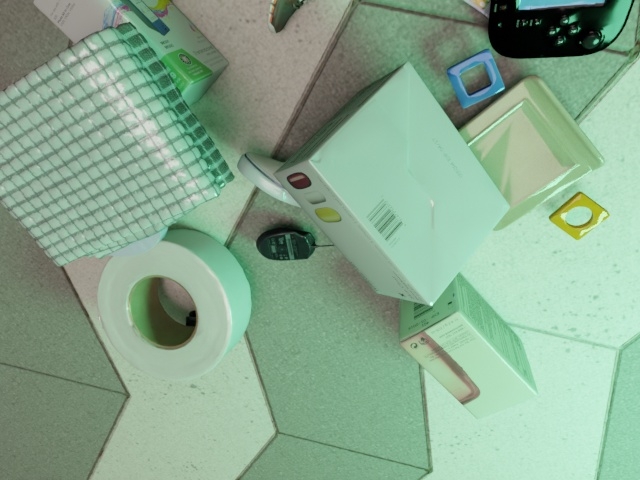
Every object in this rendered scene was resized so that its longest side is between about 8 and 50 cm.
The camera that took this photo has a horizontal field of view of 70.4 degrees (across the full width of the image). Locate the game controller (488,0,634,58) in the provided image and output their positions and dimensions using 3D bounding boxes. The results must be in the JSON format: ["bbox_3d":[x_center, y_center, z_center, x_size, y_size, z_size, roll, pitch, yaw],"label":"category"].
[{"bbox_3d":[0.289,-0.358,0.512,0.167,0.067,0.319,-4,140,10],"label":"game controller"}]

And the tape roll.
[{"bbox_3d":[-0.284,0.123,0.886,0.286,0.100,0.286,3,105,13],"label":"tape roll"}]

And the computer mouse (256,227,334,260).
[{"bbox_3d":[0.000,0.000,0.846,0.242,0.041,0.071,-1,128,4],"label":"computer mouse"}]

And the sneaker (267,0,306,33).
[{"bbox_3d":[-0.022,-0.355,0.630,0.065,0.061,0.158,27,122,-13],"label":"sneaker"}]

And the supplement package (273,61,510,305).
[{"bbox_3d":[0.103,-0.072,0.663,0.204,0.145,0.262,-47,107,-16],"label":"supplement package"}]

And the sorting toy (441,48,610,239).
[{"bbox_3d":[0.298,-0.129,0.708,0.348,0.047,0.196,44,123,-13],"label":"sorting toy"}]

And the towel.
[{"bbox_3d":[-0.292,-0.112,0.605,0.284,0.121,0.235,-22,115,18],"label":"towel"}]

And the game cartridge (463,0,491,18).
[{"bbox_3d":[0.220,-0.345,0.615,0.083,0.017,0.056,30,117,-7],"label":"game cartridge"}]

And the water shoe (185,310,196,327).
[{"bbox_3d":[-0.264,0.192,0.992,0.203,0.073,0.080,-37,89,20],"label":"water shoe"}]

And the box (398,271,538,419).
[{"bbox_3d":[0.263,0.185,0.833,0.127,0.148,0.232,-37,107,27],"label":"box"}]

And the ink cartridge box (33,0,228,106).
[{"bbox_3d":[-0.258,-0.292,0.652,0.212,0.154,0.093,44,118,-14],"label":"ink cartridge box"}]

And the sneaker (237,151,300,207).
[{"bbox_3d":[-0.008,-0.101,0.763,0.258,0.094,0.091,22,112,-13],"label":"sneaker"}]

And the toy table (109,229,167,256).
[{"bbox_3d":[-0.370,-0.093,0.785,0.274,0.161,0.252,29,121,-6],"label":"toy table"}]
